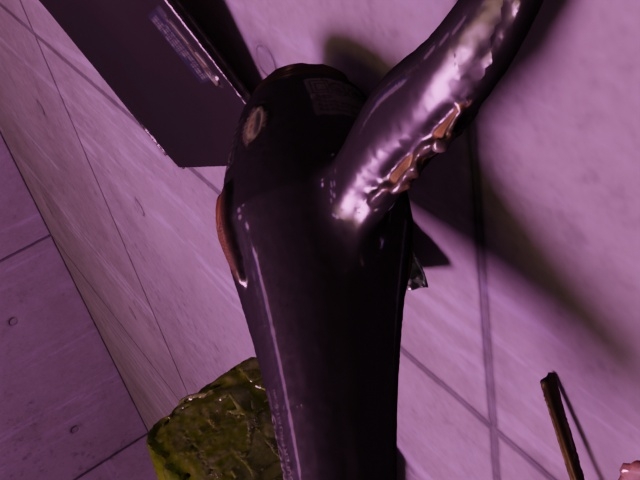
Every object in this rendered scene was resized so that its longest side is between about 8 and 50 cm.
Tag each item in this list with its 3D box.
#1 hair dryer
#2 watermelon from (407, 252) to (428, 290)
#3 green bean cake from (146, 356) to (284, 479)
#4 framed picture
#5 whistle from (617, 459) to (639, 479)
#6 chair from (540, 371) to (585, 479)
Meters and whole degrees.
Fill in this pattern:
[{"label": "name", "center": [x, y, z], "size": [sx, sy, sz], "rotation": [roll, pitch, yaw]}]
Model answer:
[{"label": "hair dryer", "center": [0.042, -0.024, 0.378], "size": [0.359, 0.120, 0.304], "rotation": [125, 148, -52]}, {"label": "watermelon", "center": [0.008, -0.003, 0.614], "size": [0.155, 0.080, 0.101], "rotation": [176, 74, -85]}, {"label": "green bean cake", "center": [-0.051, 0.231, 0.872], "size": [0.214, 0.200, 0.113], "rotation": [43, 154, 39]}, {"label": "framed picture", "center": [-0.163, -0.168, 0.781], "size": [0.255, 0.014, 0.338], "rotation": [52, 163, -18]}, {"label": "whistle", "center": [0.230, 0.141, 0.216], "size": [0.346, 0.133, 0.142], "rotation": [23, 104, 46]}, {"label": "chair", "center": [0.162, 0.255, 0.487], "size": [0.170, 0.159, 0.326], "rotation": [16, 129, 63]}]
